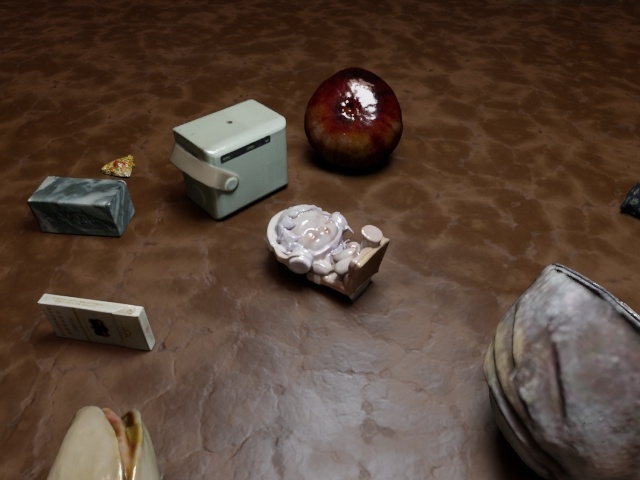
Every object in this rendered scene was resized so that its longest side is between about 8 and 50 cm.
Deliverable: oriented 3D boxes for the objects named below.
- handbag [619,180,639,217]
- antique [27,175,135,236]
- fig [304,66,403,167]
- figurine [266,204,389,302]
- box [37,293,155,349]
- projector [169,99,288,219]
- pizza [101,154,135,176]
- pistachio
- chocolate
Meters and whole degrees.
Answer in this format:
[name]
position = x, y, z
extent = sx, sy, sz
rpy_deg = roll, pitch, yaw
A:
[handbag]
position = 0.729, -0.076, 1.021
extent = 0.072, 0.115, 0.139
rpy_deg = -33, 68, -33
[antique]
position = -0.495, -0.071, 0.999
extent = 0.182, 0.088, 0.086
rpy_deg = 3, 42, 3
[fig]
position = 0.081, -0.288, 1.157
extent = 0.235, 0.235, 0.214
rpy_deg = 35, 15, 31
[figurine]
position = -0.001, 0.003, 0.887
extent = 0.236, 0.141, 0.162
rpy_deg = 30, 45, 28
[box]
position = -0.357, 0.132, 0.779
extent = 0.166, 0.090, 0.024
rpy_deg = 7, 42, 7
[projector]
position = -0.198, -0.175, 1.052
extent = 0.242, 0.177, 0.163
rpy_deg = -32, 50, -32
[pizza]
position = -0.476, -0.178, 1.161
extent = 0.078, 0.025, 0.083
rpy_deg = 32, 50, 32
[pistachio]
position = -0.255, 0.294, 0.572
extent = 0.143, 0.144, 0.215
rpy_deg = -13, 45, -14
[chocolate]
position = 0.329, 0.199, 0.604
extent = 0.213, 0.303, 0.303
rpy_deg = -46, 50, 8
